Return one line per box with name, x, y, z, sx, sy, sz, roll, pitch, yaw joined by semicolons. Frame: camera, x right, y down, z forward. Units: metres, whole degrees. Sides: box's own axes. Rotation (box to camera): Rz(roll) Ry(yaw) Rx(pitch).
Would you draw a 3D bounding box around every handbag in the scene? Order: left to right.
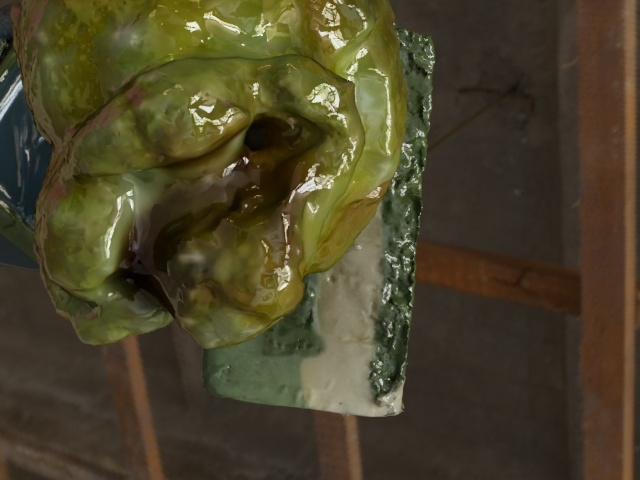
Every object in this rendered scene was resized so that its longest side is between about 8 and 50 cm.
handbag;-0.260;-0.093;1.070;0.222;0.263;0.241;40;-24;-32

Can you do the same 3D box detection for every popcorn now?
popcorn;-0.069;-0.074;0.671;0.225;0.276;0.276;-37;-89;30

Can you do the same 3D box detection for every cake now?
cake;0.001;-0.006;0.850;0.158;0.172;0.283;7;-57;-3
